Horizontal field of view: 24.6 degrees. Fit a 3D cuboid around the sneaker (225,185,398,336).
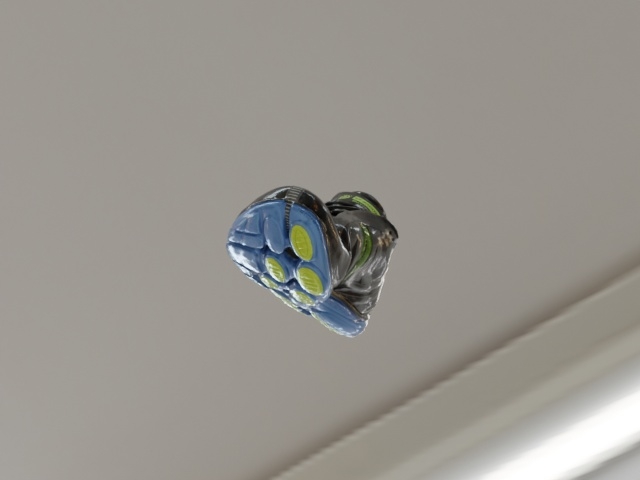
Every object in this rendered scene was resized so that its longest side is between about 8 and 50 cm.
[{"bbox_3d":[0.000,0.000,0.834,0.067,0.188,0.078,25,-97,18],"label":"sneaker"}]
